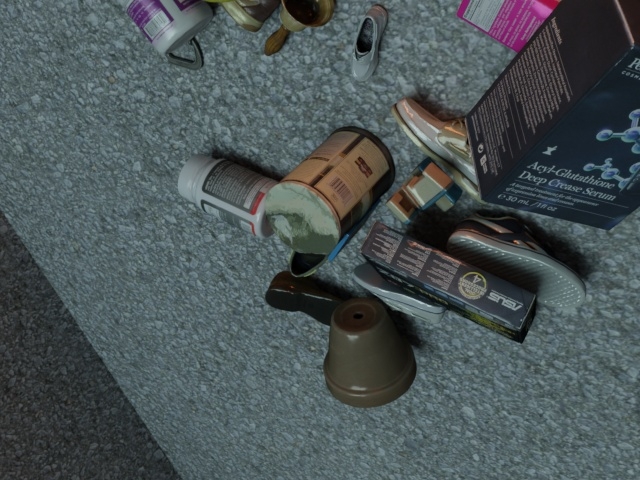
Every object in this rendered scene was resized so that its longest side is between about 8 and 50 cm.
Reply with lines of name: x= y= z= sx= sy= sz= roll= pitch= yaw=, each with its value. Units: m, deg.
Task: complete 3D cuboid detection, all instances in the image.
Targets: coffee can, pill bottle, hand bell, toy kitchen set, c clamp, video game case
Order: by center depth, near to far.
toy kitchen set: x=0.263 y=-0.118 z=1.663 sx=0.122 sy=0.207 sz=0.166 roll=45 pitch=136 yaw=-3
hand bell: x=-0.077 y=-0.486 z=1.722 sx=0.126 sy=0.126 sz=0.242 roll=49 pitch=152 yaw=-7
coffee can: x=0.025 y=-0.120 z=1.794 sx=0.201 sy=0.275 sz=0.202 roll=22 pitch=135 yaw=24
pill bottle: x=-0.411 y=-0.613 z=1.806 sx=0.169 sy=0.169 sz=0.301 roll=-26 pitch=105 yaw=47
video game case: x=0.086 y=-0.028 z=1.906 sx=0.015 sy=0.166 sz=0.119 roll=39 pitch=139 yaw=5
c clamp: x=-0.376 y=-0.513 z=1.973 sx=0.160 sy=0.022 sz=0.137 roll=24 pitch=136 yaw=21
pill bottle: x=-0.240 y=-0.130 z=2.083 sx=0.283 sy=0.161 sz=0.161 roll=25 pitch=136 yaw=20

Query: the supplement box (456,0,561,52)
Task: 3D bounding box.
supplement box: x=0.380 y=-0.422 z=1.384 sx=0.220 sy=0.111 sz=0.114 roll=36 pitch=140 yaw=9

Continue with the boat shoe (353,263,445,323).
boat shoe: x=0.208 y=0.146 z=2.020 sx=0.267 sy=0.096 sz=0.088 roll=19 pitch=129 yaw=14

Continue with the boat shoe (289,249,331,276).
boat shoe: x=0.004 y=0.003 z=2.055 sx=0.109 sy=0.091 sz=0.305 roll=41 pitch=139 yaw=2

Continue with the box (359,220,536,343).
box: x=0.309 y=0.104 z=1.778 sx=0.394 sy=0.097 sz=0.318 roll=26 pitch=172 yaw=19

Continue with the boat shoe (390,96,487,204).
boat shoe: x=0.291 y=-0.217 z=1.643 sx=0.302 sy=0.113 sz=0.103 roll=41 pitch=120 yaw=-4

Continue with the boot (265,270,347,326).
boot: x=-0.001 y=0.167 z=2.205 sx=0.305 sy=0.115 sz=0.112 roll=19 pitch=128 yaw=0

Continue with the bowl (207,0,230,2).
bowl: x=-0.249 y=-0.592 z=1.512 sx=0.289 sy=0.156 sz=0.289 roll=21 pitch=142 yaw=18

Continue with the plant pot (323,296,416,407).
plant pot: x=0.123 y=0.283 z=2.059 sx=0.263 sy=0.263 sz=0.229 roll=13 pitch=133 yaw=30

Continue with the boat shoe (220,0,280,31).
boat shoe: x=-0.222 y=-0.635 z=1.693 sx=0.123 sy=0.123 sz=0.342 roll=-38 pitch=93 yaw=29

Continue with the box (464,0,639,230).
box: x=0.486 y=-0.227 z=1.295 sx=0.293 sy=0.212 sz=0.395 roll=11 pitch=143 yaw=-20

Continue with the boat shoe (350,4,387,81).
boat shoe: x=0.098 y=-0.419 z=1.646 sx=0.066 sy=0.063 sz=0.184 roll=35 pitch=138 yaw=9

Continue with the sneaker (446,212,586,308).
sneaker: x=0.454 y=0.031 z=1.701 sx=0.321 sy=0.127 sz=0.126 roll=27 pitch=138 yaw=10
